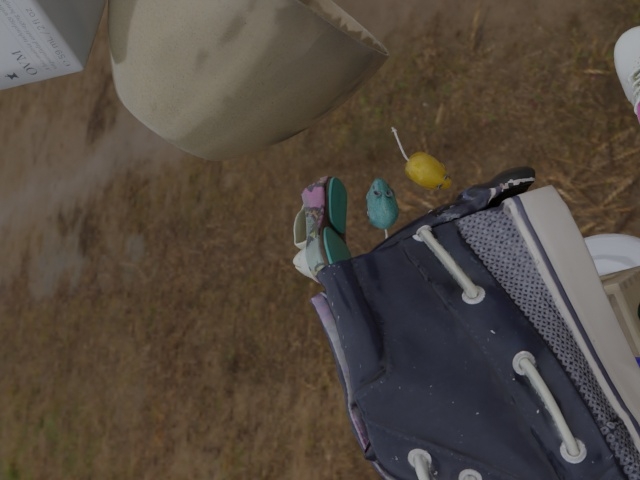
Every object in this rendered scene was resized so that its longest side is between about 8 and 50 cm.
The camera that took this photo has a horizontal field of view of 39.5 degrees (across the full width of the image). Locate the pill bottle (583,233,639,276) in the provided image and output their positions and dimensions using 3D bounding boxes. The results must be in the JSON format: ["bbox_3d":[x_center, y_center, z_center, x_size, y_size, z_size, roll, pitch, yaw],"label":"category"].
[{"bbox_3d":[0.486,0.165,1.326,0.229,0.407,0.229,-19,57,32],"label":"pill bottle"}]

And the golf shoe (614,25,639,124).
[{"bbox_3d":[0.424,-0.169,1.059,0.115,0.140,0.306,-49,41,30],"label":"golf shoe"}]

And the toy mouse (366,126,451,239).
[{"bbox_3d":[0.111,-0.033,1.091,0.143,0.161,0.031,-54,14,6],"label":"toy mouse"}]

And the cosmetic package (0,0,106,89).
[{"bbox_3d":[-0.369,-0.266,0.871,0.224,0.224,0.138,-9,51,18],"label":"cosmetic package"}]

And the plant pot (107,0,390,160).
[{"bbox_3d":[-0.100,-0.194,0.891,0.191,0.284,0.284,-52,39,16],"label":"plant pot"}]

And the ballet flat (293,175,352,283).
[{"bbox_3d":[0.000,0.000,1.202,0.079,0.077,0.222,-28,38,21],"label":"ballet flat"}]

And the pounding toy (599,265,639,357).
[{"bbox_3d":[0.367,0.101,1.047,0.141,0.100,0.130,-23,90,51],"label":"pounding toy"}]

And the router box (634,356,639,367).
[{"bbox_3d":[0.231,0.250,0.771,0.082,0.335,0.301,-82,-9,-69],"label":"router box"}]

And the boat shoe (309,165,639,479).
[{"bbox_3d":[0.113,0.135,0.496,0.127,0.158,0.341,96,153,-67],"label":"boat shoe"}]
